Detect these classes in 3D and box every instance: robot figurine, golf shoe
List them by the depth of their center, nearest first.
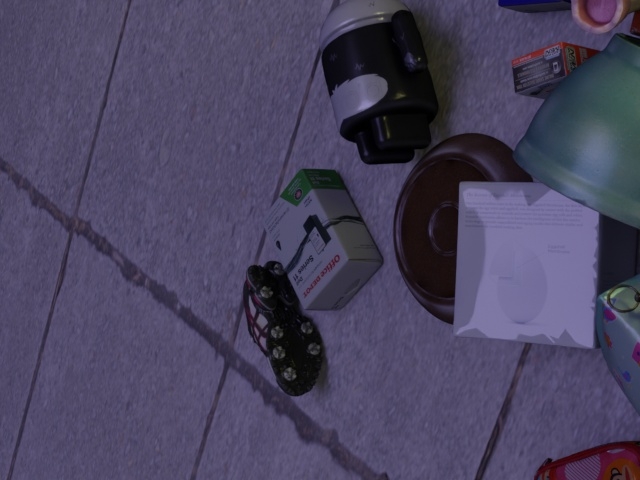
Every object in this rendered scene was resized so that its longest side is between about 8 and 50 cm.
[{"bbox_3d":[0.098,-0.266,2.088,0.209,0.173,0.278,-20,72,22],"label":"robot figurine"},{"bbox_3d":[-0.074,0.172,2.332,0.120,0.105,0.273,121,139,-50],"label":"golf shoe"}]

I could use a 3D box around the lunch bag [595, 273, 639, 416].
[{"bbox_3d":[0.467,0.178,1.633,0.223,0.160,0.262,55,170,33],"label":"lunch bag"}]

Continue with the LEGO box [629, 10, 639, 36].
[{"bbox_3d":[0.646,-0.365,1.444,0.500,0.193,0.372,22,104,47],"label":"LEGO box"}]

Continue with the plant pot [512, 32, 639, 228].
[{"bbox_3d":[0.417,-0.144,1.621,0.293,0.293,0.196,38,115,43],"label":"plant pot"}]

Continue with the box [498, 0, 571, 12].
[{"bbox_3d":[0.337,-0.412,1.891,0.126,0.072,0.137,7,94,49],"label":"box"}]

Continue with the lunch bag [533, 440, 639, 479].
[{"bbox_3d":[0.404,0.430,1.749,0.258,0.120,0.293,-30,65,48],"label":"lunch bag"}]

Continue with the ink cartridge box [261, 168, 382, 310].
[{"bbox_3d":[0.000,0.000,2.246,0.153,0.087,0.208,-51,54,35],"label":"ink cartridge box"}]

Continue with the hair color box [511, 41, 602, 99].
[{"bbox_3d":[0.358,-0.230,1.786,0.093,0.167,0.053,-16,77,47],"label":"hair color box"}]

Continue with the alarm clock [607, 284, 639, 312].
[{"bbox_3d":[0.439,0.068,1.517,0.192,0.064,0.129,-2,58,13],"label":"alarm clock"}]

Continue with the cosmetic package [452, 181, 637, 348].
[{"bbox_3d":[0.320,0.031,1.813,0.224,0.138,0.225,3,92,36],"label":"cosmetic package"}]

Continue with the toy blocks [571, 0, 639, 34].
[{"bbox_3d":[0.318,-0.424,1.421,0.288,0.260,0.309,53,128,9],"label":"toy blocks"}]

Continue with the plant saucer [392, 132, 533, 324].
[{"bbox_3d":[0.217,-0.018,2.031,0.310,0.050,0.311,-3,86,48],"label":"plant saucer"}]
